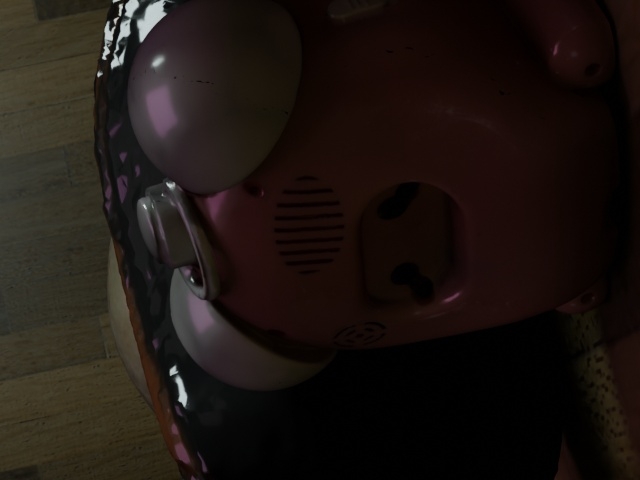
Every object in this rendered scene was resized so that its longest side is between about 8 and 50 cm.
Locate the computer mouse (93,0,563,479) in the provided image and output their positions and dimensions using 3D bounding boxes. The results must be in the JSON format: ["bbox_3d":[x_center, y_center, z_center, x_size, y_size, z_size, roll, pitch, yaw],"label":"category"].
[{"bbox_3d":[-0.002,0.002,0.835,0.116,0.183,0.323,-48,48,49],"label":"computer mouse"}]

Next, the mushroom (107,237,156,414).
[{"bbox_3d":[-0.011,0.022,1.066,0.204,0.204,0.204,168,90,-85],"label":"mushroom"}]

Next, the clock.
[{"bbox_3d":[0.018,-0.019,0.664,0.166,0.162,0.093,83,171,-46],"label":"clock"}]
